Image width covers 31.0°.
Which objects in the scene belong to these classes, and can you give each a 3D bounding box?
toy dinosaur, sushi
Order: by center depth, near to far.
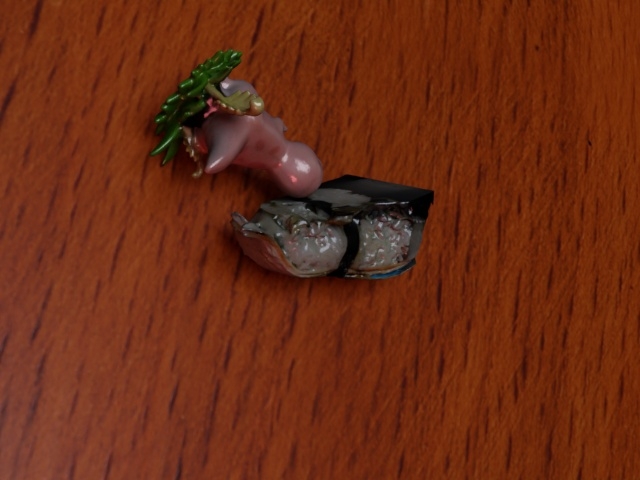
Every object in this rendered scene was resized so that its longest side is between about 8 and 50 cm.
[{"bbox_3d":[-0.094,-0.103,1.303,0.177,0.152,0.194,48,13,8],"label":"toy dinosaur"},{"bbox_3d":[0.007,0.006,1.352,0.273,0.134,0.109,-21,116,-48],"label":"sushi"}]
